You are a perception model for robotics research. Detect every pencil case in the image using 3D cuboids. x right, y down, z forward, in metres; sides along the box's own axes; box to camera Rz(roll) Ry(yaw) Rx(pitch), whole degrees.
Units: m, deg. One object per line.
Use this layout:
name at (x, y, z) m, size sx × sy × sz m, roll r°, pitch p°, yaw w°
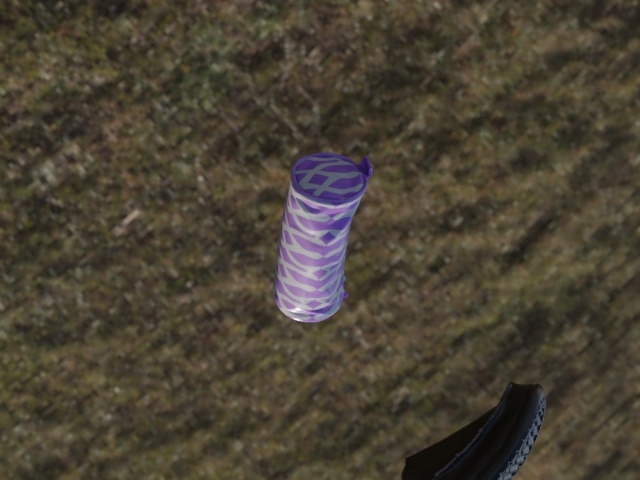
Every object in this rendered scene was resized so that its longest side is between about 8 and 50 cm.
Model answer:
pencil case at (0.000, 0.000, 1.397) m, size 0.088 × 0.086 × 0.206 m, roll -6°, pitch 139°, yaw -15°

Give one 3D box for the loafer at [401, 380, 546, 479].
loafer at (0.104, 0.198, 1.082) m, size 0.220 × 0.078 × 0.080 m, roll -52°, pitch 160°, yaw -1°
